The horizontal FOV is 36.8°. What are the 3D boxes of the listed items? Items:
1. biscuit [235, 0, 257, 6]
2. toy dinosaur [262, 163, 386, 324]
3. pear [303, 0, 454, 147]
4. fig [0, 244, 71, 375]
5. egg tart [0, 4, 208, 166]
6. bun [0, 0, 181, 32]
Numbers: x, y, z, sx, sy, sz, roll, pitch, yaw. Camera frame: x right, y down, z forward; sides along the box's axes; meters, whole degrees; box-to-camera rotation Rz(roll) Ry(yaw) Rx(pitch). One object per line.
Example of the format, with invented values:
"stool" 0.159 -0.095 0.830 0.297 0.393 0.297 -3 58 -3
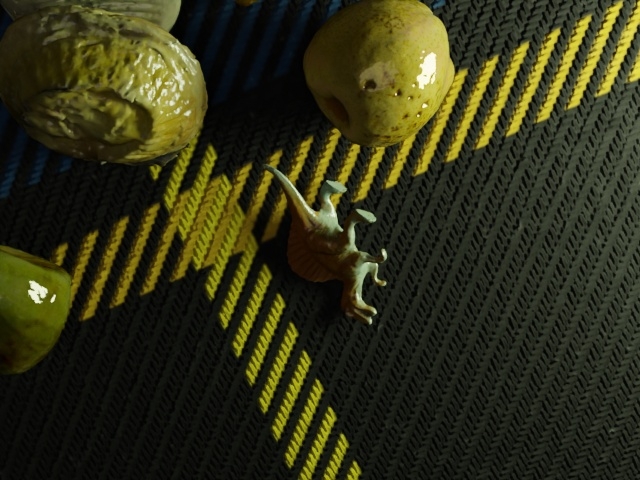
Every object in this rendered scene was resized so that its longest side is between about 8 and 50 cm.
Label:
"biscuit" -0.046 -0.388 1.125 0.184 0.039 0.174 -23 100 2
"toy dinosaur" 0.001 0.001 1.201 0.212 0.057 0.142 30 116 3
"pear" 0.072 -0.200 1.114 0.178 0.178 0.177 -1 100 -4
"fig" -0.367 0.069 1.130 0.144 0.165 0.154 38 64 24
"egg tart" -0.249 -0.155 1.082 0.252 0.098 0.232 32 131 -30
"bun" -0.255 -0.308 1.075 0.210 0.116 0.237 -13 132 9
